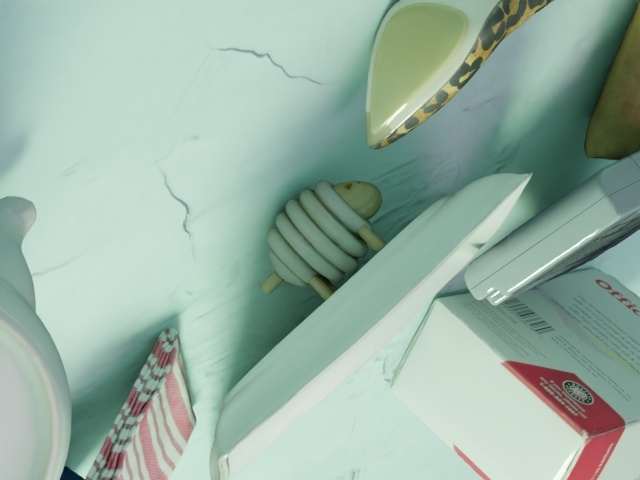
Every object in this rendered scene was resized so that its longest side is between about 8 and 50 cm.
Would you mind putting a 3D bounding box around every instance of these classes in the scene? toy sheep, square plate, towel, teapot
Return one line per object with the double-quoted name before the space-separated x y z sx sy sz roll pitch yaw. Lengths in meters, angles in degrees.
"toy sheep" 0.000 0.000 1.611 0.132 0.091 0.091 -44 150 3
"square plate" 0.025 0.080 1.669 0.347 0.049 0.344 -42 173 -11
"towel" -0.150 0.190 1.610 0.144 0.029 0.197 85 25 -54
"teapot" -0.300 0.110 1.266 0.256 0.187 0.252 -3 105 -24

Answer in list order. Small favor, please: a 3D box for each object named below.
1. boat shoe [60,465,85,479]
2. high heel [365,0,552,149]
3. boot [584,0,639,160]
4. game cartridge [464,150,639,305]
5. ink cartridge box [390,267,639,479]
"boat shoe" -0.259 0.231 1.519 0.089 0.109 0.258 -55 147 7
"high heel" 0.144 -0.175 1.592 0.186 0.093 0.261 16 107 -56
"boot" 0.305 -0.182 1.782 0.236 0.089 0.269 -27 145 -42
"game cartridge" 0.278 -0.027 1.858 0.198 0.062 0.297 -41 168 28
"ink cartridge box" 0.259 0.154 1.984 0.306 0.226 0.131 -6 130 -49
